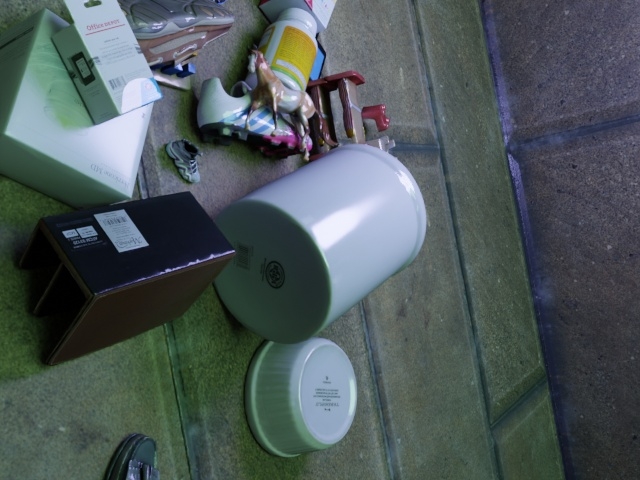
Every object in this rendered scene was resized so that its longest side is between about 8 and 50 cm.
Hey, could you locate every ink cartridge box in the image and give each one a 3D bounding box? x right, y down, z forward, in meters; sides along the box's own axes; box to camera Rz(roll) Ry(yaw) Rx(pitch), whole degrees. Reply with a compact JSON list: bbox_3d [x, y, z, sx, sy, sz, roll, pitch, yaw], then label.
[{"bbox_3d":[-0.330,-0.281,1.026,0.104,0.060,0.180,-43,114,-51],"label":"ink cartridge box"},{"bbox_3d":[-0.047,-0.608,1.673,0.128,0.127,0.176,46,47,-37],"label":"ink cartridge box"}]

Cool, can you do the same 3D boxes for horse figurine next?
[{"bbox_3d":[-0.070,-0.277,1.431,0.263,0.066,0.174,21,61,-40],"label":"horse figurine"}]

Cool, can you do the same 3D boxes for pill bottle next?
[{"bbox_3d":[-0.083,-0.423,1.569,0.136,0.136,0.246,44,49,-39],"label":"pill bottle"}]

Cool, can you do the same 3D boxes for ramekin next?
[{"bbox_3d":[-0.030,0.332,1.463,0.273,0.127,0.273,19,66,-51],"label":"ramekin"}]

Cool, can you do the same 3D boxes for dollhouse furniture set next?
[{"bbox_3d":[0.083,-0.302,1.796,0.374,0.152,0.201,-1,81,-71],"label":"dollhouse furniture set"}]

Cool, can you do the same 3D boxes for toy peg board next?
[{"bbox_3d":[-0.302,-0.395,1.312,0.161,0.079,0.161,4,78,-53],"label":"toy peg board"}]

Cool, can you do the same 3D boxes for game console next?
[{"bbox_3d":[-0.006,-0.489,1.743,0.085,0.124,0.144,24,59,-19],"label":"game console"}]

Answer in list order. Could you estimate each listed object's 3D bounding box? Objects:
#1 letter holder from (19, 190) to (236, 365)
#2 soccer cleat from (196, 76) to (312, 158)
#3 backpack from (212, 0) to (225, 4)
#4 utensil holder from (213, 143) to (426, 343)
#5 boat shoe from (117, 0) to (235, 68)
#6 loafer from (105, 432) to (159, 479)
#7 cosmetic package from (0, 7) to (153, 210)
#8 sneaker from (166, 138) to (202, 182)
[{"bbox_3d":[-0.331,0.060,1.123,0.152,0.214,0.302,51,34,15],"label":"letter holder"},{"bbox_3d":[-0.132,-0.270,1.480,0.331,0.116,0.143,6,80,-53],"label":"soccer cleat"},{"bbox_3d":[-0.255,-0.536,1.405,0.105,0.084,0.114,-33,103,-52],"label":"backpack"},{"bbox_3d":[0.000,0.000,1.422,0.385,0.327,0.328,-34,109,-51],"label":"utensil holder"},{"bbox_3d":[-0.278,-0.382,1.225,0.123,0.116,0.324,37,34,14],"label":"boat shoe"},{"bbox_3d":[-0.305,0.451,1.091,0.096,0.084,0.267,39,52,-43],"label":"loafer"},{"bbox_3d":[-0.406,-0.197,1.072,0.224,0.138,0.225,31,59,-46],"label":"cosmetic package"},{"bbox_3d":[-0.254,-0.158,1.326,0.098,0.069,0.038,55,43,-30],"label":"sneaker"}]
